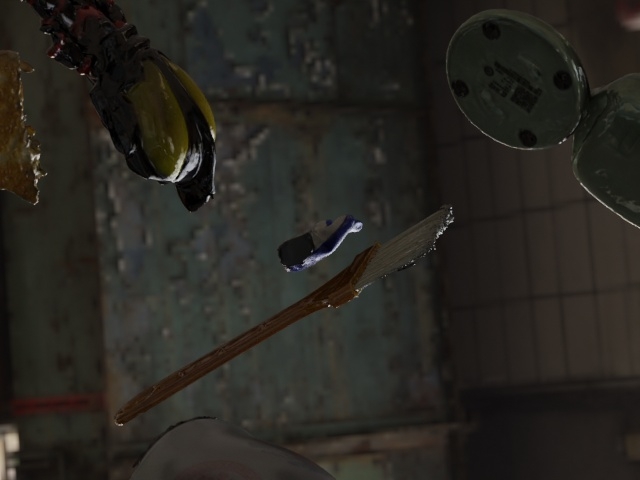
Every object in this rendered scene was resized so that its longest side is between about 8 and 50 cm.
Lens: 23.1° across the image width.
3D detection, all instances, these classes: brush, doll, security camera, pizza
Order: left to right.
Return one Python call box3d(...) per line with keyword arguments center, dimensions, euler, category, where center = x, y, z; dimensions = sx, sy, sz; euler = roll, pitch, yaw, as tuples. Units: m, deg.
box3d(center=(-0.418, -0.131, 1.996), dimensions=(0.188, 0.199, 0.062), euler=(-31, -163, 1), category="pizza")
box3d(center=(-0.164, -0.135, 1.340), dimensions=(0.127, 0.248, 0.088), euler=(-34, -176, -33), category="doll")
box3d(center=(-0.037, 0.064, 1.158), dimensions=(0.314, 0.017, 0.090), euler=(-32, -173, 24), category="brush")
box3d(center=(0.265, -0.130, 1.569), dimensions=(0.080, 0.301, 0.157), euler=(-49, 169, -40), category="security camera")

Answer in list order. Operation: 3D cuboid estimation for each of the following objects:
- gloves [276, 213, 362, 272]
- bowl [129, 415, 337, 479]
box3d(center=(0.000, 0.000, 1.205), dimensions=(0.064, 0.026, 0.086), euler=(-27, -178, 16), category="gloves")
box3d(center=(-0.024, 0.313, 1.319), dimensions=(0.157, 0.345, 0.345), euler=(-9, 174, 27), category="bowl")
